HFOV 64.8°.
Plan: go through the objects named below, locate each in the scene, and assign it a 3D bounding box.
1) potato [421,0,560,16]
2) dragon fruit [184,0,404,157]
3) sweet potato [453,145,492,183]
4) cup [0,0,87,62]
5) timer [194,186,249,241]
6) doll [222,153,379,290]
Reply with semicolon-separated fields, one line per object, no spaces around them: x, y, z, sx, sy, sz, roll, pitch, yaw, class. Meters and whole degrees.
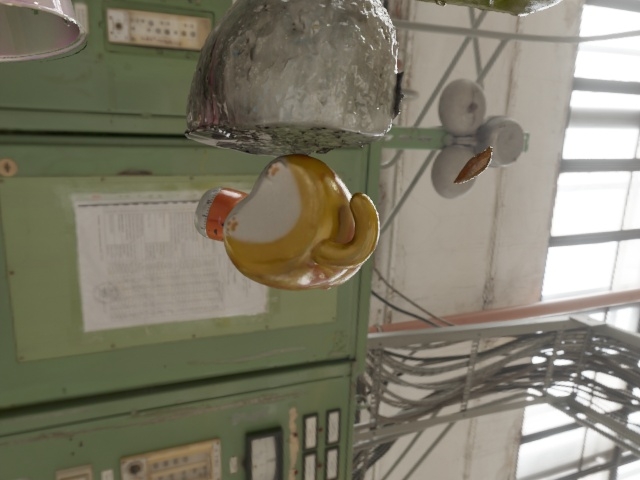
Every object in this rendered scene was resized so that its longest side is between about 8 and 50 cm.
0.132;-0.285;0.470;0.251;0.149;0.113;34;-24;29;potato
-0.051;-0.228;0.654;0.283;0.203;0.221;8;-91;56;dragon fruit
0.291;-0.139;0.953;0.095;0.034;0.034;-43;-138;14;sweet potato
-0.468;-0.395;0.664;0.253;0.253;0.274;-172;-108;-68;cup
-0.158;-0.041;0.926;0.136;0.136;0.099;60;-41;49;timer
-0.014;-0.012;0.663;0.162;0.167;0.269;44;7;6;doll
